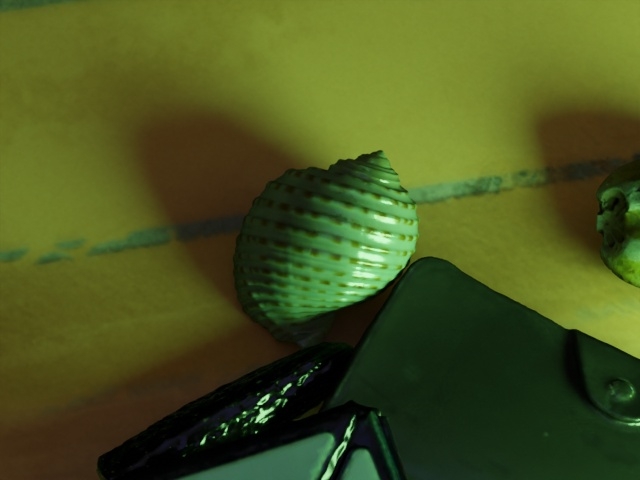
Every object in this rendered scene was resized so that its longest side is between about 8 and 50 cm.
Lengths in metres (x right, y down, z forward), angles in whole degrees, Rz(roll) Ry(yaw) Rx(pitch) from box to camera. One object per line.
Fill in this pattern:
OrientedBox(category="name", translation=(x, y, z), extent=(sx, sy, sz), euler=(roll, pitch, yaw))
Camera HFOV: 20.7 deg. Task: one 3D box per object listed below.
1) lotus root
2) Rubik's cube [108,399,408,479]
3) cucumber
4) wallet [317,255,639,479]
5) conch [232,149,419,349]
OrientedBox(category="lotus root", translation=(0.310, -0.011, 1.364), extent=(0.192, 0.088, 0.113), euler=(2, 83, -5))
OrientedBox(category="Rubik's cube", translation=(-0.051, 0.276, 1.118), extent=(0.248, 0.246, 0.250), euler=(-15, 69, -12))
OrientedBox(category="cucumber", translation=(-0.065, 0.131, 1.282), extent=(0.214, 0.058, 0.052), euler=(-30, 86, -19))
OrientedBox(category="wallet", translation=(0.194, 0.163, 1.273), extent=(0.377, 0.051, 0.197), euler=(28, 61, 9))
OrientedBox(category="conch", translation=(0.000, -0.005, 1.328), extent=(0.135, 0.102, 0.153), euler=(29, 67, 23))
